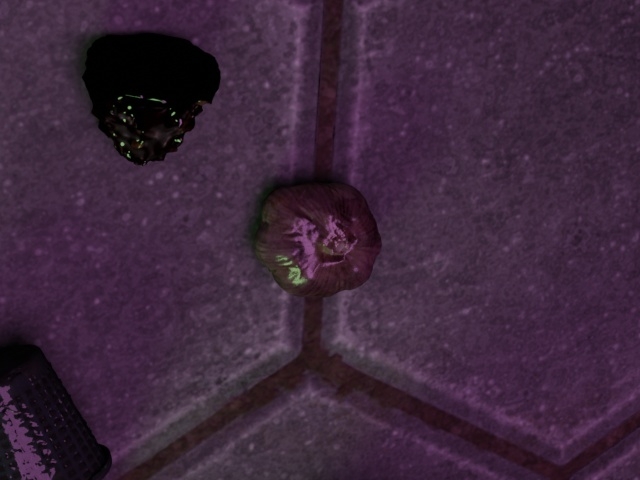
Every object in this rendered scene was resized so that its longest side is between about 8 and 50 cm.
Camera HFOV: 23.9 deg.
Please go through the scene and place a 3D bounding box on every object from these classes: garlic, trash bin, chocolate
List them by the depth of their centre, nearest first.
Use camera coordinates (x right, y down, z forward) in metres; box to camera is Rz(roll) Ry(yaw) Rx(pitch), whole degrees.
[{"bbox_3d":[-0.186,-0.139,1.644,0.156,0.156,0.133,-6,128,-21],"label":"chocolate"},{"bbox_3d":[-0.344,0.210,1.686,0.175,0.175,0.161,-25,106,-13],"label":"trash bin"},{"bbox_3d":[0.000,0.000,1.779,0.159,0.102,0.147,31,96,-28],"label":"garlic"}]
